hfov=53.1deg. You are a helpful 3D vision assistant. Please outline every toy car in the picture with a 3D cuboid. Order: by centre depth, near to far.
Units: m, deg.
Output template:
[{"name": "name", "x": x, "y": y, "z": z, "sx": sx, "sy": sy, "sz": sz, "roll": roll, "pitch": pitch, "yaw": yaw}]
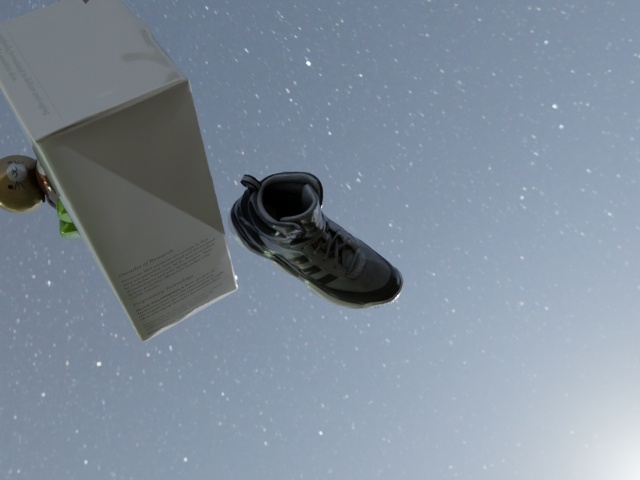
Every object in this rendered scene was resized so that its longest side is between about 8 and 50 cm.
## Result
[{"name": "toy car", "x": -0.430, "y": -0.089, "z": 0.930, "sx": 0.188, "sy": 0.155, "sz": 0.149, "roll": -3, "pitch": -18, "yaw": -21}]

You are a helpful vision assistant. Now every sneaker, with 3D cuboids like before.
[{"name": "sneaker", "x": 0.000, "y": 0.000, "z": 0.856, "sx": 0.268, "sy": 0.101, "sz": 0.153, "roll": 27, "pitch": -23, "yaw": 1}]

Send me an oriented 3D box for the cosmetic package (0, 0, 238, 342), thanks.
[{"name": "cosmetic package", "x": -0.224, "y": -0.069, "z": 0.744, "sx": 0.155, "sy": 0.197, "sz": 0.366, "roll": -29, "pitch": -33, "yaw": -17}]
